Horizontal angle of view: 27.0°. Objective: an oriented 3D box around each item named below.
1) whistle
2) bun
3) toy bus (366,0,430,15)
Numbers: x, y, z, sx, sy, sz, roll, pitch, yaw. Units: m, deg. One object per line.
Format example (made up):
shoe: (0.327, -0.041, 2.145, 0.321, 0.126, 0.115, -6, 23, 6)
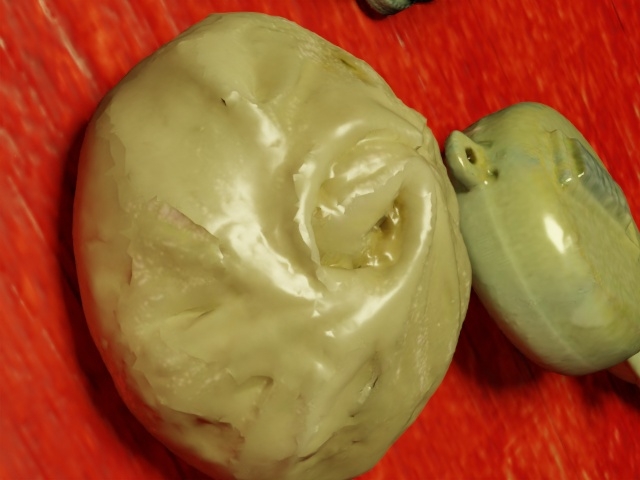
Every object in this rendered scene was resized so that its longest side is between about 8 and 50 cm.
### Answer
whistle: (0.136, 0.021, 0.626, 0.258, 0.067, 0.126, 40, 35, -39)
bun: (0.000, 0.000, 0.494, 0.183, 0.102, 0.183, 9, 77, -44)
toy bus: (0.005, -0.154, 0.540, 0.194, 0.087, 0.089, 3, 74, -41)
